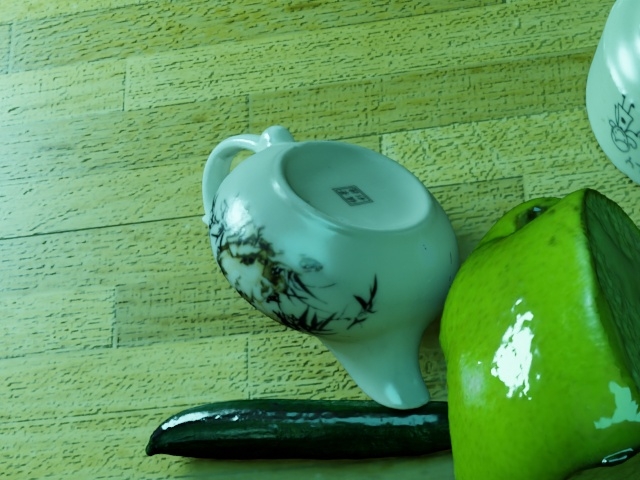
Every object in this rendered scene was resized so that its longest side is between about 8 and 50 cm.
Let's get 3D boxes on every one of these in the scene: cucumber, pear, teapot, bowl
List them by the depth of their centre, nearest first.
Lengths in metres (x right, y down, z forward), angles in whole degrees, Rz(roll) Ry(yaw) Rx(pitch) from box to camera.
[{"bbox_3d":[0.177,0.092,1.103,0.176,0.286,0.281,-27,59,22],"label":"pear"},{"bbox_3d":[-0.008,0.154,1.226,0.284,0.056,0.056,-4,63,11],"label":"cucumber"},{"bbox_3d":[0.000,0.000,1.252,0.208,0.165,0.300,-21,38,-30],"label":"teapot"},{"bbox_3d":[0.339,-0.159,1.263,0.238,0.126,0.237,-6,61,12],"label":"bowl"}]
